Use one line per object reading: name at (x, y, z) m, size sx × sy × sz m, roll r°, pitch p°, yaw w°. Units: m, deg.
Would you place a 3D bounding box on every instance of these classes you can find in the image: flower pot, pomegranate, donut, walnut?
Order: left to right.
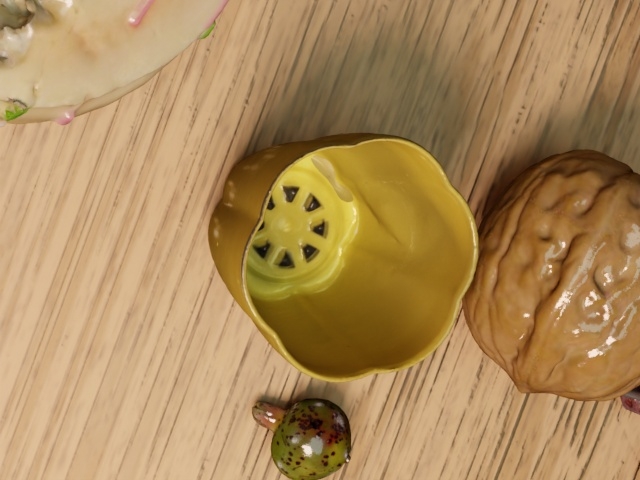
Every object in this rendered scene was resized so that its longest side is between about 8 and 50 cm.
donut at (-0.177, -0.272, 1.371) m, size 0.307 × 0.150 × 0.371 m, roll -13°, pitch 118°, yaw -44°
pomegranate at (-0.012, 0.160, 1.609) m, size 0.073 × 0.073 × 0.084 m, roll -33°, pitch 94°, yaw -13°
flower pot at (0.000, 0.000, 1.521) m, size 0.195 × 0.179 × 0.195 m, roll -4°, pitch 102°, yaw -22°
walnut at (0.218, 0.034, 1.612) m, size 0.213 × 0.213 × 0.213 m, roll -4°, pitch 101°, yaw -20°

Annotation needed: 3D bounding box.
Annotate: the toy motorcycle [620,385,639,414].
toy motorcycle at (0.311, 0.152, 1.721) m, size 0.122 × 0.082 × 0.213 m, roll -20°, pitch 105°, yaw -18°
